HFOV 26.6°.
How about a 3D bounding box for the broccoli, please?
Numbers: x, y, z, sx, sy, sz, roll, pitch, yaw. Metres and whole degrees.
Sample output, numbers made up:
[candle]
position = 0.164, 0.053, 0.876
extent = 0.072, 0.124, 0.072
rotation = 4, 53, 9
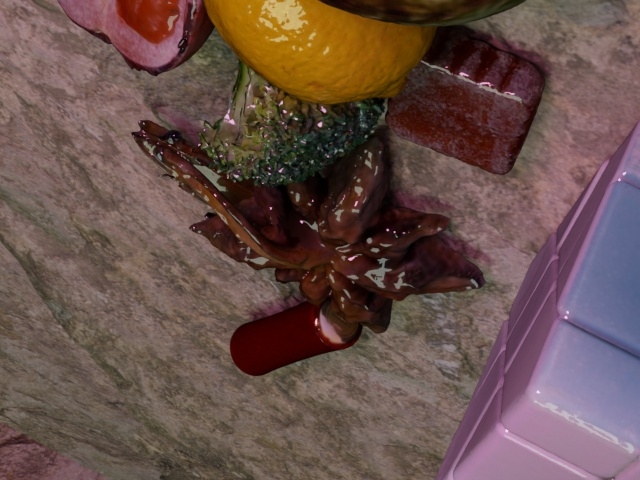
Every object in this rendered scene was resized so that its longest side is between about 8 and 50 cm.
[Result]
[broccoli]
position = -0.043, -0.149, 1.293
extent = 0.194, 0.194, 0.220
rotation = 34, -171, -10

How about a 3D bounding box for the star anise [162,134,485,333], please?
[star anise]
position = 0.002, -0.002, 1.498
extent = 0.292, 0.109, 0.349
rotation = -19, 128, 24

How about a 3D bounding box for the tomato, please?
[tomato]
position = -0.153, -0.269, 1.217
extent = 0.228, 0.112, 0.199
rotation = 40, 139, 26

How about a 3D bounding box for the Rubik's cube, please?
[Rubik's cube]
position = 0.329, 0.138, 1.245
extent = 0.316, 0.322, 0.319
rotation = 28, 150, 3

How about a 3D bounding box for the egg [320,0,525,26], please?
[egg]
position = 0.054, -0.264, 0.901
extent = 0.289, 0.238, 0.238
rotation = 4, 148, 5

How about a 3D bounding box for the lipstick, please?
[lipstick]
position = -0.036, 0.125, 1.794
extent = 0.080, 0.080, 0.241
rotation = 38, 150, -17

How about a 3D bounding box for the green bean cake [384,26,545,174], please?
[green bean cake]
position = 0.133, -0.132, 1.251
extent = 0.135, 0.056, 0.136
rotation = 25, 151, 9

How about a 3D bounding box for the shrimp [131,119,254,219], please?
[shrimp]
position = -0.117, -0.044, 1.621
extent = 0.296, 0.058, 0.169
rotation = 35, 153, -19

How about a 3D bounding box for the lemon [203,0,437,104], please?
[lemon]
position = -0.002, -0.213, 1.101
extent = 0.188, 0.188, 0.257
rotation = -7, 135, 47
